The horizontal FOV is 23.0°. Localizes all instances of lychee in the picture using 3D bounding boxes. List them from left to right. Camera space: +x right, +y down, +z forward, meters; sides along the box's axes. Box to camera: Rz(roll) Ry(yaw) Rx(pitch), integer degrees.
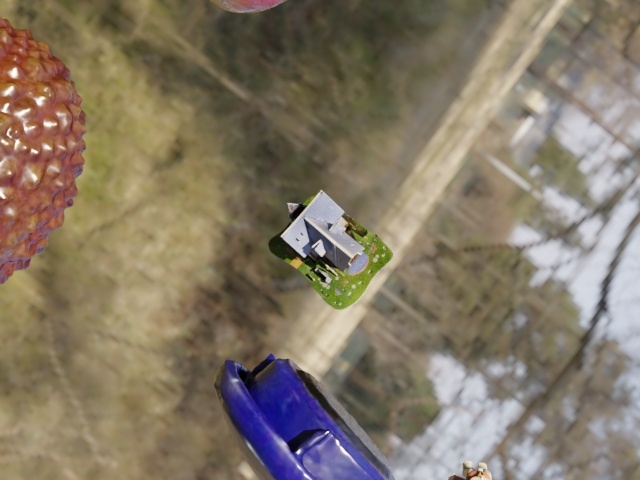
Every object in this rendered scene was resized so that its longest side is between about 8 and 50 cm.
[{"bbox_3d":[-0.364,-0.078,1.484,0.304,0.276,0.276,-34,-178,7],"label":"lychee"}]

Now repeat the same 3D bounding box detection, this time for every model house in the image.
[{"bbox_3d":[0.000,0.000,2.125,0.117,0.167,0.088,-47,151,-1],"label":"model house"}]

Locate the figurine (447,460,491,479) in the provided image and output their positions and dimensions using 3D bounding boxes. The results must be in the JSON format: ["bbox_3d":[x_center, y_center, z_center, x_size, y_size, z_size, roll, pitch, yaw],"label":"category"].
[{"bbox_3d":[0.161,0.253,1.603,0.109,0.064,0.047,-79,176,-77],"label":"figurine"}]

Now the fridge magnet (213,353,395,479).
[{"bbox_3d":[-0.011,0.225,1.659,0.112,0.265,0.265,-40,180,1],"label":"fridge magnet"}]

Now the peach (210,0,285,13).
[{"bbox_3d":[-0.082,-0.432,1.975,0.275,0.248,0.245,-50,-173,8],"label":"peach"}]
